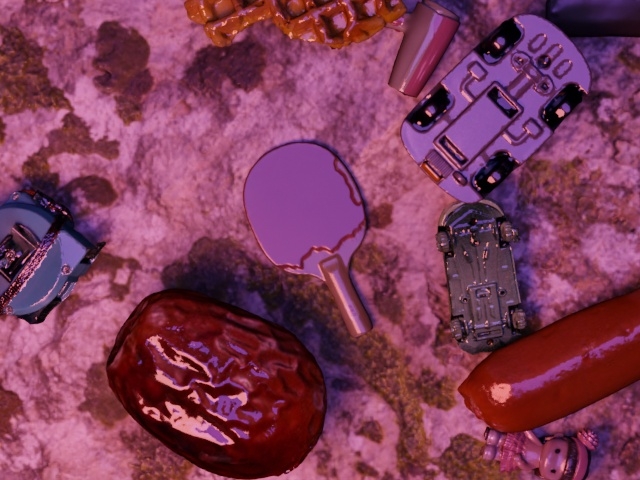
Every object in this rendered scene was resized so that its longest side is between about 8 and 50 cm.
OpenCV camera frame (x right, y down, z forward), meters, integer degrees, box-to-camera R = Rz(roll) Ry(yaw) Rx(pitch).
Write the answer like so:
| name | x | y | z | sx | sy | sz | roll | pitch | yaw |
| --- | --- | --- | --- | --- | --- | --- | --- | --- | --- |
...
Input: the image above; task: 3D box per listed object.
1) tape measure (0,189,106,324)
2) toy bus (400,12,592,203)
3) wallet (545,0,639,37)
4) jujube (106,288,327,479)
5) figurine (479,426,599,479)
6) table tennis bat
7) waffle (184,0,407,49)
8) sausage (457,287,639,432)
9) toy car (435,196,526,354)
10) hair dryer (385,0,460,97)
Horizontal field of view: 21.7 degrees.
| name | x | y | z | sx | sy | sz | roll | pitch | yaw |
| --- | --- | --- | --- | --- | --- | --- | --- | --- | --- |
| tape measure | -0.331 | 0.018 | 1.870 | 0.125 | 0.081 | 0.146 | 38 | 94 | 8 |
| toy bus | 0.190 | -0.145 | 1.821 | 0.209 | 0.136 | 0.126 | -45 | 91 | 3 |
| wallet | 0.431 | -0.316 | 1.825 | 0.377 | 0.051 | 0.197 | 1 | 102 | -6 |
| jujube | -0.109 | 0.159 | 1.828 | 0.243 | 0.183 | 0.183 | 32 | 94 | -13 |
| figurine | 0.249 | 0.238 | 1.897 | 0.129 | 0.054 | 0.072 | 12 | 80 | 7 |
| table tennis bat | 0.000 | 0.000 | 1.895 | 0.131 | 0.022 | 0.234 | -26 | 92 | 2 |
| waffle | -0.023 | -0.303 | 1.836 | 0.253 | 0.056 | 0.249 | 33 | 92 | 8 |
| sausage | 0.322 | 0.118 | 1.856 | 0.348 | 0.097 | 0.094 | -25 | 53 | 4 |
| toy car | 0.181 | 0.036 | 1.875 | 0.093 | 0.058 | 0.186 | -10 | 107 | 2 |
| hair dryer | 0.068 | -0.240 | 1.867 | 0.154 | 0.054 | 0.106 | 31 | 99 | 8 |
